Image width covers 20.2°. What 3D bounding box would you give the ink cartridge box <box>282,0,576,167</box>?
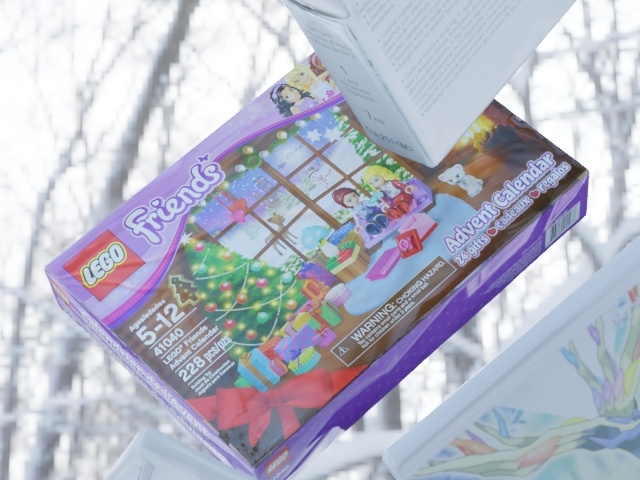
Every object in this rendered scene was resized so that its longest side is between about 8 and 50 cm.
[{"bbox_3d":[0.082,-0.211,0.913,0.060,0.275,0.239,29,-18,41],"label":"ink cartridge box"}]

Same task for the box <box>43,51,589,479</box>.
[{"bbox_3d":[0.000,0.000,1.149,0.293,0.201,0.057,-41,-27,-19],"label":"box"}]

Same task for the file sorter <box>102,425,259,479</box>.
[{"bbox_3d":[-0.089,0.279,0.970,0.192,0.173,0.278,28,-54,-14],"label":"file sorter"}]

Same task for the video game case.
[{"bbox_3d":[0.250,0.157,1.332,0.300,0.329,0.036,53,-5,-27],"label":"video game case"}]
